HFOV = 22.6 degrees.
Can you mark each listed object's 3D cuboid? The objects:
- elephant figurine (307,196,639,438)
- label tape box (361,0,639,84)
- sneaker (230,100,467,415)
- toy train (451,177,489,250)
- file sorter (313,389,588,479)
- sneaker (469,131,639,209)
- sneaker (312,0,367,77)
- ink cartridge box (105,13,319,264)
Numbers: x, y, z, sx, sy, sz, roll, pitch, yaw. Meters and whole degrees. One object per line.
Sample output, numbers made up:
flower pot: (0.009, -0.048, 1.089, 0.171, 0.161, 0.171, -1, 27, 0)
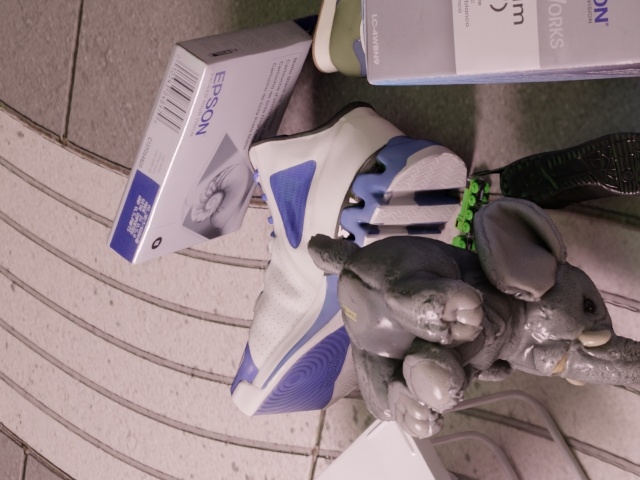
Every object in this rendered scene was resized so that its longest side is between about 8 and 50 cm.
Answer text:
elephant figurine: (0.146, 0.056, 1.262, 0.169, 0.239, 0.186, -5, 99, 63)
label tape box: (0.235, -0.170, 1.109, 0.348, 0.249, 0.115, 0, 95, 48)
sneaker: (0.000, -0.001, 1.498, 0.182, 0.127, 0.315, 48, 121, 37)
toy train: (0.131, -0.018, 1.418, 0.024, 0.017, 0.083, 35, 120, 52)
file sorter: (0.091, 0.281, 1.380, 0.277, 0.173, 0.193, -49, 60, 39)
sneaker: (0.204, -0.053, 1.299, 0.170, 0.089, 0.051, -8, 88, 11)
sneaker: (0.048, -0.240, 1.452, 0.086, 0.064, 0.192, 17, 108, 38)
ink cartridge box: (-0.085, -0.097, 1.504, 0.045, 0.224, 0.223, 36, 122, 22)
